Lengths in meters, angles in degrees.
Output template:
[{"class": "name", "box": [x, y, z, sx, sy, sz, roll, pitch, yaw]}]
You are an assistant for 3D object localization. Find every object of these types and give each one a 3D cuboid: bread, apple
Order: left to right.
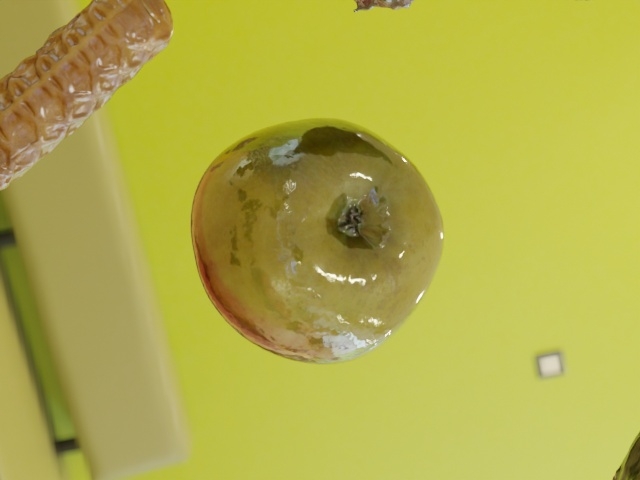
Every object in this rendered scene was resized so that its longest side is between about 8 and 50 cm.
[{"class": "bread", "box": [-0.149, -0.091, 0.791, 0.052, 0.157, 0.044, 49, 3, 28]}, {"class": "apple", "box": [0.000, 0.000, 1.339, 0.194, 0.261, 0.260, -11, -90, 61]}]

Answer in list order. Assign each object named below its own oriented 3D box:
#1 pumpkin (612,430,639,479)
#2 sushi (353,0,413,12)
[{"class": "pumpkin", "box": [0.184, 0.123, 0.392, 0.157, 0.224, 0.223, 111, -22, -44]}, {"class": "sushi", "box": [0.101, -0.303, 1.268, 0.294, 0.292, 0.059, 66, 33, -53]}]
